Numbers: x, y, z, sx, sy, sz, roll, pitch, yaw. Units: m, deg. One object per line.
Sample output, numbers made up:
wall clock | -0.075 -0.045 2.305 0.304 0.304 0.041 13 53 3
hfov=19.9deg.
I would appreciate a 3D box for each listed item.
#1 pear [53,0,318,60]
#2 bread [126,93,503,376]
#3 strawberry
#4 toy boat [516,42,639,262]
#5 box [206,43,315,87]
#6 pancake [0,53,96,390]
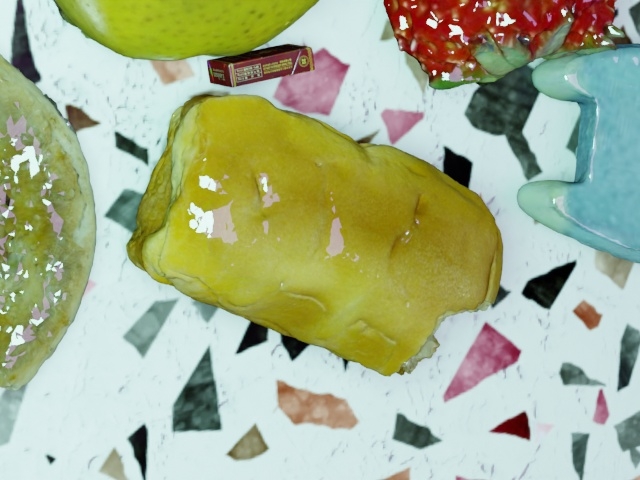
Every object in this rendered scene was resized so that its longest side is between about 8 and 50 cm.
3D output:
pear | -0.080 -0.337 1.489 0.340 0.191 0.386 0 99 -27
bread | 0.004 -0.002 1.606 0.344 0.149 0.195 20 90 -28
strawberry | 0.160 -0.295 1.633 0.233 0.138 0.306 -14 98 -9
toy boat | 0.345 -0.079 1.803 0.330 0.123 0.215 5 88 -16
box | -0.053 -0.155 1.609 0.082 0.051 0.023 -14 106 -24
pancake | -0.356 -0.003 1.474 0.382 0.071 0.382 -4 100 -25
